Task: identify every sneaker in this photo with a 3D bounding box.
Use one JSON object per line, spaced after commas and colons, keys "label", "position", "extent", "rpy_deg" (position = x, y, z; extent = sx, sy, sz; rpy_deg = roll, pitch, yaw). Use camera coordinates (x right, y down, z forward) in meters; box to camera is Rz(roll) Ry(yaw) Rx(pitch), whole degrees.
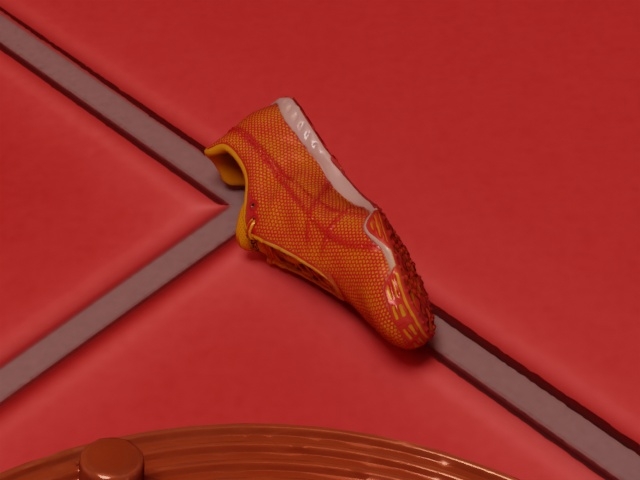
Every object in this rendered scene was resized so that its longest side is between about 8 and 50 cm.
{"label": "sneaker", "position": [0.000, 0.000, 0.704], "extent": [0.067, 0.064, 0.175], "rpy_deg": [-36, 46, -2]}

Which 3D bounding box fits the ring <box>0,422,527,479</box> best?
{"label": "ring", "position": [0.000, 0.156, 0.381], "extent": [0.337, 0.032, 0.336], "rpy_deg": [6, 34, -4]}
